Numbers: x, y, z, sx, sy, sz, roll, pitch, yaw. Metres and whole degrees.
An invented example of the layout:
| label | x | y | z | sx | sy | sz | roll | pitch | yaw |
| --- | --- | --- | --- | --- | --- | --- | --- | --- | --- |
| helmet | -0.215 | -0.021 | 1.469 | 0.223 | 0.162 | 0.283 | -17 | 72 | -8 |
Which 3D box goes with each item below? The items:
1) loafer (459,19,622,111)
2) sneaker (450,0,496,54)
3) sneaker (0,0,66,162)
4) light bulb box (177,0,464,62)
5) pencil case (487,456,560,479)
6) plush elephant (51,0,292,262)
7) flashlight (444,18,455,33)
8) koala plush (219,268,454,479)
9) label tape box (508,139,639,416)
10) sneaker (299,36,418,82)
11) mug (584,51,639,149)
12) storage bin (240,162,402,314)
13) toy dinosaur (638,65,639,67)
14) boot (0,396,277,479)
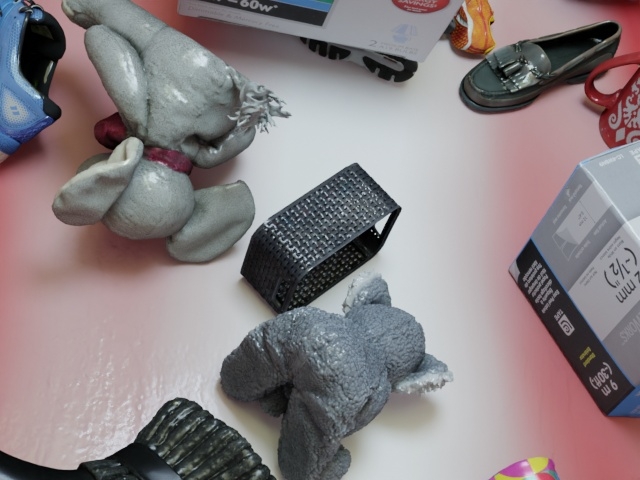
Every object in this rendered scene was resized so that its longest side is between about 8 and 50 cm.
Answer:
| label | x | y | z | sx | sy | sz | roll | pitch | yaw |
| --- | --- | --- | --- | --- | --- | --- | --- | --- | --- |
| loafer | 0.322 | -0.266 | 1.739 | 0.267 | 0.084 | 0.096 | -20 | 66 | -25 |
| sneaker | 0.224 | -0.349 | 1.791 | 0.067 | 0.064 | 0.175 | 12 | 61 | -28 |
| sneaker | -0.391 | -0.263 | 1.505 | 0.147 | 0.130 | 0.330 | -22 | 70 | 10 |
| light bulb box | 0.016 | -0.467 | 1.578 | 0.357 | 0.225 | 0.361 | 10 | 70 | -9 |
| pencil case | 0.261 | 0.356 | 1.331 | 0.104 | 0.104 | 0.236 | -13 | 61 | -21 |
| plush elephant | -0.200 | -0.114 | 1.437 | 0.255 | 0.272 | 0.330 | -55 | 43 | 1 |
| flashlight | 0.133 | -0.449 | 1.798 | 0.103 | 0.103 | 0.304 | -10 | 58 | 11 |
| koala plush | 0.039 | 0.139 | 1.366 | 0.221 | 0.203 | 0.196 | -21 | 66 | -38 |
| label tape box | 0.395 | 0.093 | 1.434 | 0.115 | 0.249 | 0.348 | -18 | 65 | -24 |
| sneaker | 0.050 | -0.304 | 1.706 | 0.208 | 0.081 | 0.094 | 29 | 48 | -3 |
| mug | 0.462 | -0.203 | 1.685 | 0.150 | 0.169 | 0.113 | 8 | 58 | -10 |
| storage bin | 0.000 | 0.000 | 1.467 | 0.180 | 0.122 | 0.084 | -36 | 73 | -30 |
| toy dinosaur | 0.608 | -0.204 | 1.793 | 0.268 | 0.064 | 0.118 | 6 | 51 | -8 |
| boot | -0.239 | 0.243 | 1.245 | 0.348 | 0.131 | 0.260 | 42 | 64 | 1 |
